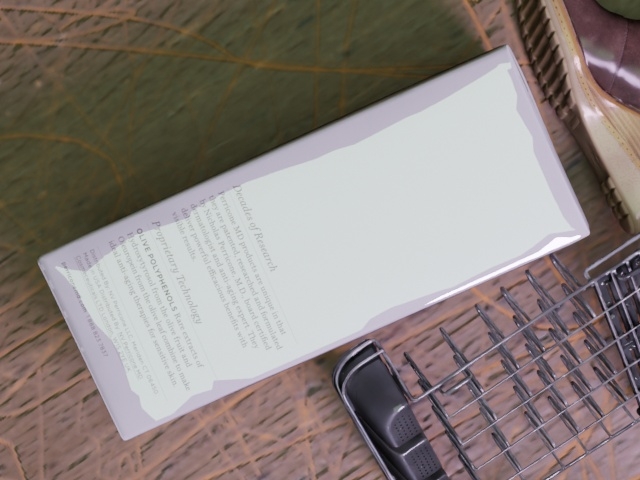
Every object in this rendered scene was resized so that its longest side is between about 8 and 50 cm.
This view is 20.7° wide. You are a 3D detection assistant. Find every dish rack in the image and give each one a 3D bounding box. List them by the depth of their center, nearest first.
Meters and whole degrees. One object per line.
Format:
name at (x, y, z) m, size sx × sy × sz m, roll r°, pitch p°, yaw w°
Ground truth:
dish rack at (0.163, 0.102, 1.321) m, size 0.271 × 0.208 × 0.074 m, roll -32°, pitch 47°, yaw -4°

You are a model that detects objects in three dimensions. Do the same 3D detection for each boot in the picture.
boot at (0.280, -0.144, 1.357) m, size 0.207 × 0.090 × 0.248 m, roll -26°, pitch 91°, yaw -8°

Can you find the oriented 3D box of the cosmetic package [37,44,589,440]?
cosmetic package at (0.000, 0.000, 1.307) m, size 0.365 × 0.197 × 0.155 m, roll -25°, pitch 91°, yaw 2°
